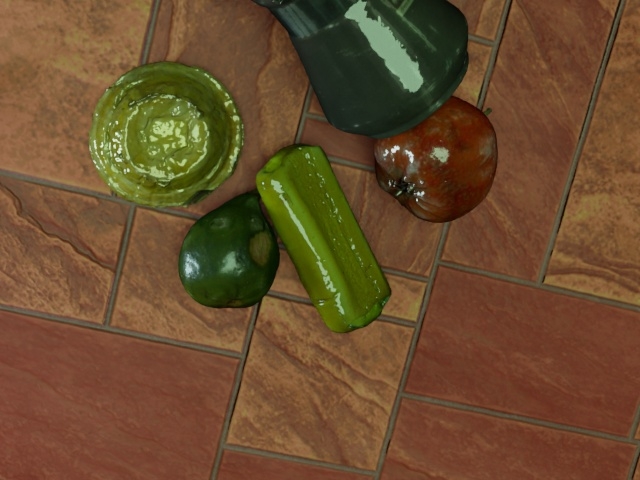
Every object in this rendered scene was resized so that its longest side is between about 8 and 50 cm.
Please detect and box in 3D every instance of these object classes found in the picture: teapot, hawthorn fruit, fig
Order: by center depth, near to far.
[{"bbox_3d":[0.072,-0.411,1.596,0.305,0.376,0.362,-16,130,38],"label":"teapot"},{"bbox_3d":[0.237,-0.177,1.721,0.272,0.242,0.242,-46,104,-20],"label":"hawthorn fruit"},{"bbox_3d":[-0.164,0.010,1.726,0.195,0.195,0.245,15,62,-11],"label":"fig"}]

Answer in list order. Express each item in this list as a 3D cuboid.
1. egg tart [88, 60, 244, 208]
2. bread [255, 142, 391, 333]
[{"bbox_3d":[-0.284,-0.190,1.689,0.290,0.115,0.291,-2,102,-8],"label":"egg tart"},{"bbox_3d":[0.000,0.000,1.756,0.166,0.112,0.384,-37,107,-36],"label":"bread"}]
